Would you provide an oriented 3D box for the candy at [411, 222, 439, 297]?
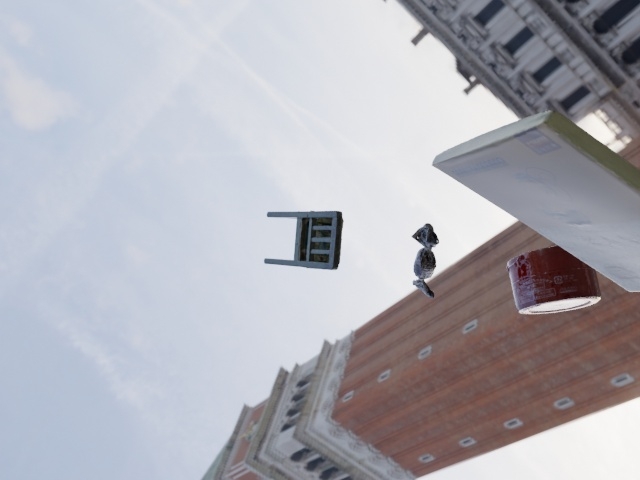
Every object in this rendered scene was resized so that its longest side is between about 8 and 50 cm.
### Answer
[{"bbox_3d":[0.248,0.054,1.522,0.051,0.226,0.094,-14,-132,-10],"label":"candy"}]

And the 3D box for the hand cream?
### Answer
[{"bbox_3d":[0.533,0.093,1.469,0.193,0.193,0.126,8,-110,-40],"label":"hand cream"}]

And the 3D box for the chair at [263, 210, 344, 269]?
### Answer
[{"bbox_3d":[0.000,0.000,1.509,0.147,0.270,0.137,5,-92,-41],"label":"chair"}]

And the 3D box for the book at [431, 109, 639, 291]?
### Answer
[{"bbox_3d":[0.357,-0.028,0.823,0.388,0.269,0.032,30,-101,-12],"label":"book"}]
